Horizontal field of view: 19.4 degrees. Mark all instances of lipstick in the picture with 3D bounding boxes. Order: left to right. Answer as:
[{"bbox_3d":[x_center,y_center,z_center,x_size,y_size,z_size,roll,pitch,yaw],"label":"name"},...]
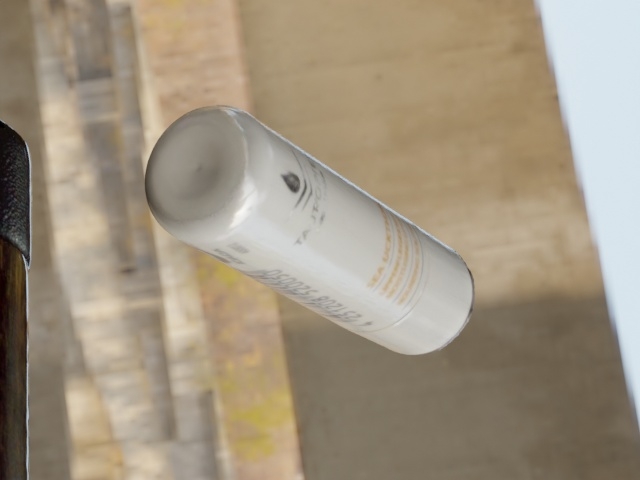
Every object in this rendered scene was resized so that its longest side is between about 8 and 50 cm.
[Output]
[{"bbox_3d":[0.000,0.000,0.544,0.141,0.040,0.040,30,46,-57],"label":"lipstick"}]

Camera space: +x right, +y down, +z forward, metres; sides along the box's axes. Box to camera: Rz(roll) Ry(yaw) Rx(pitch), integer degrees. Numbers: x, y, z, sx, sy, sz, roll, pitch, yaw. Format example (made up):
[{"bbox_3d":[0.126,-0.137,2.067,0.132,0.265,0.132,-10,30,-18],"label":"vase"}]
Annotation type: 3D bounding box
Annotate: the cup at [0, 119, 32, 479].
[{"bbox_3d":[-0.186,0.037,0.538,0.166,0.239,0.177,104,4,-62],"label":"cup"}]
